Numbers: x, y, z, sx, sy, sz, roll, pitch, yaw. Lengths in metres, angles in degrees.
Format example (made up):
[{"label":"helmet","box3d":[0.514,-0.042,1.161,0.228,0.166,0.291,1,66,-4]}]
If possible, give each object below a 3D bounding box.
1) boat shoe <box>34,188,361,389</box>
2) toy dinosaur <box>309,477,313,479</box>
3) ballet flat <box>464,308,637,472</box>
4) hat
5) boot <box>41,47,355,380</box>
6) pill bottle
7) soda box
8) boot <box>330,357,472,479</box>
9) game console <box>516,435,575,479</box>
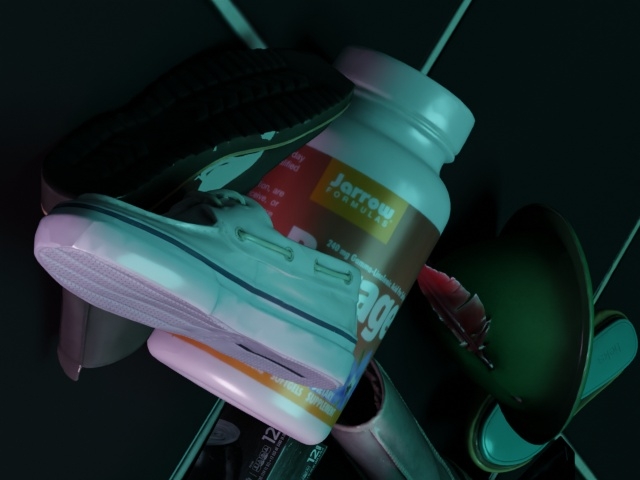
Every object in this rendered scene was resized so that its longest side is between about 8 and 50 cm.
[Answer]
[{"label":"boat shoe","box3d":[-0.057,0.010,0.960,0.226,0.083,0.076,33,66,-53]},{"label":"toy dinosaur","box3d":[-0.010,0.276,1.270,0.200,0.127,0.296,-50,-166,-12]},{"label":"ballet flat","box3d":[0.174,0.124,1.558,0.232,0.073,0.080,-28,111,-42]},{"label":"hat","box3d":[0.082,0.053,1.373,0.183,0.173,0.208,-1,120,-20]},{"label":"boot","box3d":[-0.071,-0.018,1.041,0.198,0.077,0.137,-25,139,-32]},{"label":"pill bottle","box3d":[0.000,0.000,1.110,0.216,0.121,0.121,-61,152,-7]},{"label":"soda box","box3d":[-0.066,0.190,1.226,0.169,0.053,0.060,-62,151,-5]},{"label":"boot","box3d":[0.044,0.146,1.332,0.076,0.189,0.208,-46,122,-5]},{"label":"game console","box3d":[0.079,0.317,1.536,0.361,0.044,0.213,-41,163,-30]}]
